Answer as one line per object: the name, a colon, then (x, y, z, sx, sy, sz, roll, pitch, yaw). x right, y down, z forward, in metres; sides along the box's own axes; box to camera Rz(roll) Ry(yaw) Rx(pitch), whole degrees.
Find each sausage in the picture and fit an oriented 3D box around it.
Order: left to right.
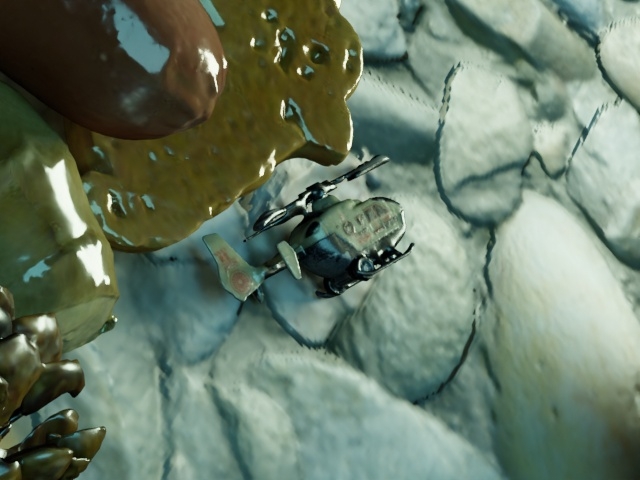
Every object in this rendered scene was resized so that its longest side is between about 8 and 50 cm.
sausage: (-0.115, -0.105, 0.641, 0.194, 0.077, 0.077, 38, 52, -6)

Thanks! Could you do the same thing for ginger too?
ginger: (-0.140, -0.022, 0.614, 0.190, 0.069, 0.095, 29, 77, -32)

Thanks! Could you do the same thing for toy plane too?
toy plane: (0.000, 0.000, 0.757, 0.120, 0.031, 0.049, -29, 90, -45)

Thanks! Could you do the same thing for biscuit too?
biscuit: (-0.045, -0.097, 0.744, 0.162, 0.035, 0.250, 40, 56, -23)

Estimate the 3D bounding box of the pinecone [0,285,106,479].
pinecone: (-0.150, 0.057, 0.525, 0.173, 0.173, 0.173, 15, 66, -37)
